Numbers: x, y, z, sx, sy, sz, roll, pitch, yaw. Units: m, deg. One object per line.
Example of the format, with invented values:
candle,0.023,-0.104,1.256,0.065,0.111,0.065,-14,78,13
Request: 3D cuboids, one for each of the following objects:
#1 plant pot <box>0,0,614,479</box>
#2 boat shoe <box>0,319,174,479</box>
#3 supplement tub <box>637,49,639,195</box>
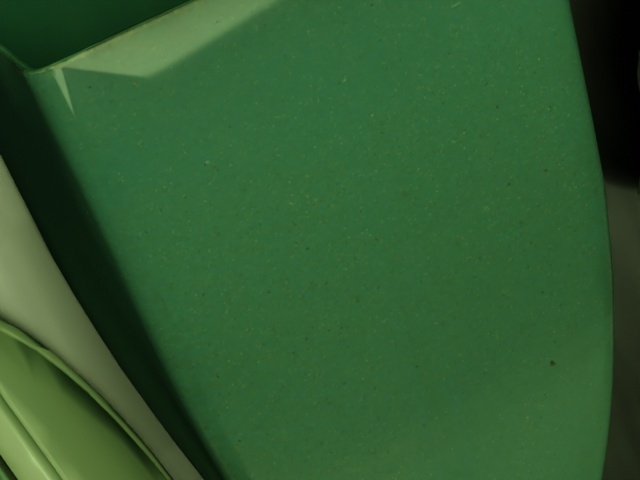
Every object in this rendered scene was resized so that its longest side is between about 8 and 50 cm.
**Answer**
plant pot,0.000,0.000,0.640,0.165,0.166,0.234,-26,113,-14
boat shoe,-0.063,0.174,0.668,0.099,0.116,0.319,-31,105,9
supplement tub,0.200,-0.101,0.702,0.144,0.144,0.199,11,95,-21
